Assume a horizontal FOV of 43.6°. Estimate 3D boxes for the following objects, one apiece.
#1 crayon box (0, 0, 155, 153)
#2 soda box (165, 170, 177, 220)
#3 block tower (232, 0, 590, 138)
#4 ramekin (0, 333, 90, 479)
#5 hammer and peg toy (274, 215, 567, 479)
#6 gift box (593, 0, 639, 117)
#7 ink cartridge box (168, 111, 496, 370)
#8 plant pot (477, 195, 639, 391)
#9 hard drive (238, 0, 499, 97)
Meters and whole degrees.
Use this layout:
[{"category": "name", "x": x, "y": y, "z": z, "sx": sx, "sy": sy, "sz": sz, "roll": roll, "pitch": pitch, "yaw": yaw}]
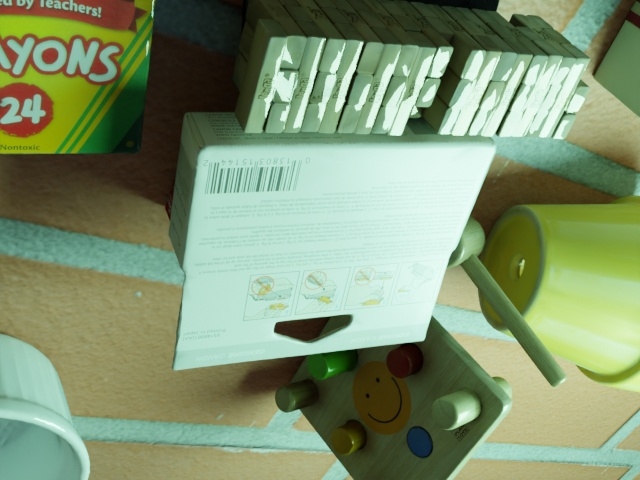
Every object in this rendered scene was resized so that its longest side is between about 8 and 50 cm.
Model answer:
[{"category": "crayon box", "x": -0.227, "y": -0.214, "z": 0.596, "sx": 0.202, "sy": 0.081, "sz": 0.318, "roll": -3, "pitch": 131, "yaw": -23}, {"category": "soda box", "x": -0.025, "y": -0.034, "z": 0.859, "sx": 0.263, "sy": 0.083, "sz": 0.092, "roll": 5, "pitch": 125, "yaw": -29}, {"category": "block tower", "x": 0.084, "y": -0.154, "z": 0.718, "sx": 0.335, "sy": 0.097, "sz": 0.091, "roll": -3, "pitch": 131, "yaw": -27}, {"category": "ramekin", "x": -0.403, "y": 0.223, "z": 0.869, "sx": 0.277, "sy": 0.135, "sz": 0.277, "roll": -15, "pitch": 136, "yaw": -14}, {"category": "hammer and peg toy", "x": 0.111, "y": 0.161, "z": 0.980, "sx": 0.127, "sy": 0.266, "sz": 0.361, "roll": -7, "pitch": 136, "yaw": -47}, {"category": "gift box", "x": 0.470, "y": -0.182, "z": 0.843, "sx": 0.276, "sy": 0.258, "sz": 0.255, "roll": -3, "pitch": 131, "yaw": -25}, {"category": "ink cartridge box", "x": 0.000, "y": 0.000, "z": 0.795, "sx": 0.296, "sy": 0.066, "sz": 0.261, "roll": -3, "pitch": 129, "yaw": -24}, {"category": "plant pot", "x": 0.346, "y": 0.056, "z": 1.028, "sx": 0.239, "sy": 0.254, "sz": 0.254, "roll": 11, "pitch": 125, "yaw": -16}, {"category": "hard drive", "x": 0.044, "y": -0.198, "z": 0.763, "sx": 0.255, "sy": 0.054, "sz": 0.172, "roll": -10, "pitch": 134, "yaw": -19}]
